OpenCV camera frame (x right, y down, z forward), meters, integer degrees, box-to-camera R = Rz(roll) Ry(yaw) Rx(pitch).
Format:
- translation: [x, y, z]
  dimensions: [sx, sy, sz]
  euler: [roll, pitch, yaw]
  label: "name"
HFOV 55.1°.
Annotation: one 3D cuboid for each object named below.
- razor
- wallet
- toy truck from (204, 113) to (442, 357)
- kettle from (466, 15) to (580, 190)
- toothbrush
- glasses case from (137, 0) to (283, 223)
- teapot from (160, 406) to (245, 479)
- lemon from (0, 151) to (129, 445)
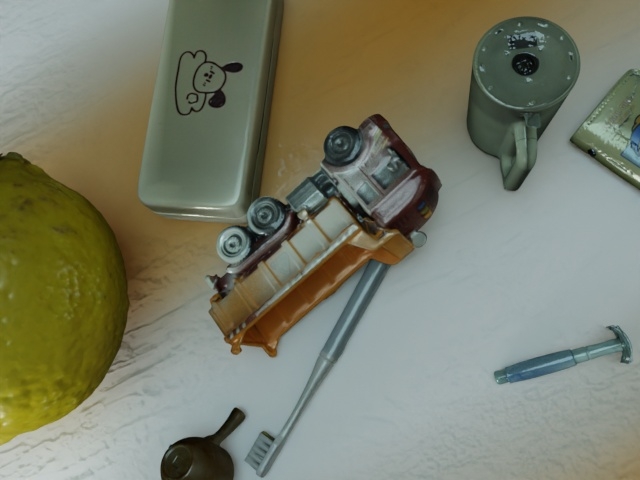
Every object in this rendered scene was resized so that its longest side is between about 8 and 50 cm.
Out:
- translation: [0.247, 0.124, 0.637]
  dimensions: [0.135, 0.068, 0.040]
  euler: [-20, 74, 16]
  label: "razor"
- translation: [0.370, -0.107, 0.666]
  dimensions: [0.155, 0.039, 0.110]
  euler: [39, 88, 13]
  label: "wallet"
- translation: [0.000, 0.000, 0.651]
  dimensions: [0.270, 0.114, 0.135]
  euler: [-42, 69, 7]
  label: "toy truck"
- translation: [0.210, -0.141, 0.643]
  dimensions: [0.098, 0.148, 0.127]
  euler: [-35, 74, -1]
  label: "kettle"
- translation: [0.017, 0.108, 0.686]
  dimensions: [0.030, 0.025, 0.342]
  euler: [31, 85, 19]
  label: "toothbrush"
- translation: [-0.128, -0.180, 0.743]
  dimensions: [0.131, 0.070, 0.313]
  euler: [5, 80, 10]
  label: "glasses case"
- translation: [-0.129, 0.226, 0.666]
  dimensions: [0.085, 0.080, 0.110]
  euler: [17, 66, 32]
  label: "teapot"
- translation: [-0.328, 0.056, 0.634]
  dimensions: [0.253, 0.253, 0.310]
  euler: [1, 80, 9]
  label: "lemon"
